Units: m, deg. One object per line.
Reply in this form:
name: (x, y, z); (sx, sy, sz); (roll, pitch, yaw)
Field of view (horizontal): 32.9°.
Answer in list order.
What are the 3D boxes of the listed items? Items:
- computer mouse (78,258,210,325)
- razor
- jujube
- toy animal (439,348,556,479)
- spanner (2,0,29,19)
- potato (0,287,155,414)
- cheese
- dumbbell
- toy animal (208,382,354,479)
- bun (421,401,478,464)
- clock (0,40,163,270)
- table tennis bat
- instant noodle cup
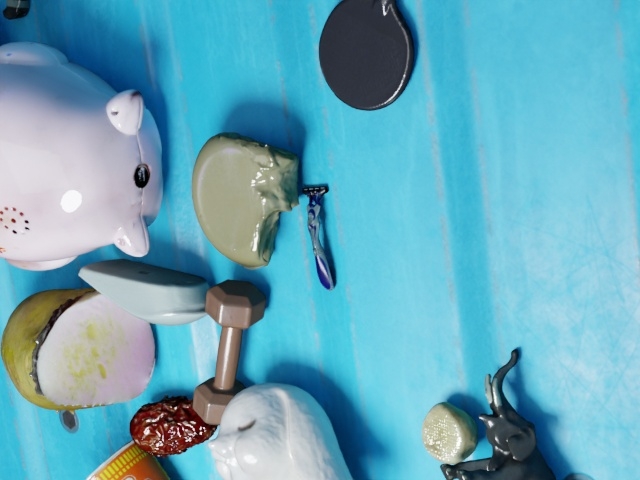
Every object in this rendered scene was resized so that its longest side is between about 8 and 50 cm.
computer mouse: (-0.274, 0.083, 1.719); (0.230, 0.128, 0.079); (15, 101, 28)
razor: (-0.003, 0.000, 1.562); (0.044, 0.028, 0.155); (-2, 101, 36)
jujube: (-0.239, 0.307, 1.775); (0.165, 0.104, 0.104); (-11, 96, 38)
toy animal: (0.233, 0.290, 1.414); (0.082, 0.137, 0.270); (165, 89, -77)
spanner: (-0.460, -0.494, 1.763); (0.087, 0.024, 0.316); (53, 127, 19)
potato: (-0.439, 0.185, 1.842); (0.266, 0.229, 0.229); (-1, 103, 52)
cheese: (-0.108, -0.057, 1.585); (0.175, 0.091, 0.203); (13, 112, 32)
dumbbell: (-0.142, 0.176, 1.672); (0.092, 0.082, 0.231); (38, 126, 50)
toy animal: (-0.056, 0.342, 1.609); (0.272, 0.205, 0.265); (-45, 61, 55)
bun: (0.181, 0.264, 1.487); (0.086, 0.054, 0.086); (4, 95, 46)
clock: (-0.431, -0.121, 1.700); (0.376, 0.250, 0.369); (11, 109, 34)
table tennis bat: (0.072, -0.282, 1.432); (0.150, 0.027, 0.236); (35, 122, 24)
instant noodle cup: (-0.300, 0.470, 1.830); (0.212, 0.193, 0.193); (46, 125, 8)
